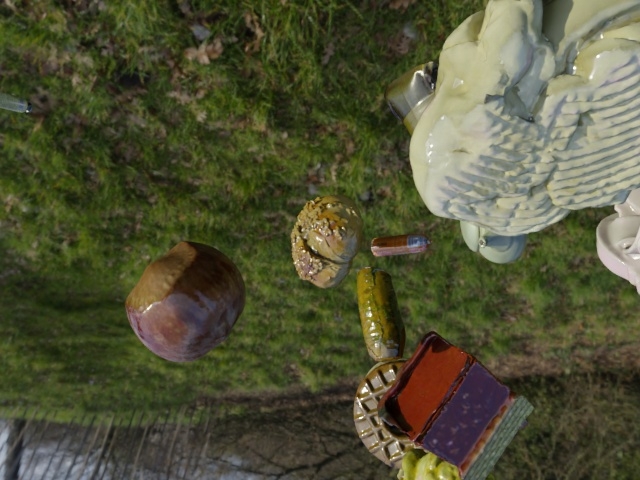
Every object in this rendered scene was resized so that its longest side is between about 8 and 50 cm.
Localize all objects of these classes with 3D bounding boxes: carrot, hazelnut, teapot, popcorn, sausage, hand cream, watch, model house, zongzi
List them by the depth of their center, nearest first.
[{"bbox_3d":[-0.171,0.081,0.702,0.143,0.154,0.143,37,160,16],"label":"hazelnut"},{"bbox_3d":[0.495,-0.042,0.713,0.196,0.244,0.231,5,126,16],"label":"watch"},{"bbox_3d":[-0.492,-0.218,0.821,0.022,0.035,0.102,6,-179,25],"label":"hand cream"},{"bbox_3d":[0.114,0.138,1.002,0.082,0.173,0.082,-5,161,-2],"label":"carrot"},{"bbox_3d":[0.272,0.330,1.010,0.254,0.196,0.160,37,174,-15],"label":"model house"},{"bbox_3d":[0.305,-0.230,1.040,0.154,0.317,0.289,-21,99,53],"label":"zongzi"},{"bbox_3d":[0.288,0.605,1.250,0.259,0.212,0.259,9,130,11],"label":"popcorn"},{"bbox_3d":[0.418,-0.102,1.320,0.149,0.318,0.220,-5,166,8],"label":"teapot"},{"bbox_3d":[0.292,0.014,1.889,0.234,0.071,0.071,-7,151,41],"label":"sausage"}]

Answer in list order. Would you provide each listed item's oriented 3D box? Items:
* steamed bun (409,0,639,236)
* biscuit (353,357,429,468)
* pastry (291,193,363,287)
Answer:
[{"bbox_3d":[0.252,-0.158,0.605,0.320,0.206,0.275,-9,135,5],"label":"steamed bun"},{"bbox_3d":[0.251,0.508,1.582,0.332,0.332,0.103,2,179,28],"label":"biscuit"},{"bbox_3d":[0.000,0.000,1.718,0.184,0.284,0.316,8,127,-24],"label":"pastry"}]
